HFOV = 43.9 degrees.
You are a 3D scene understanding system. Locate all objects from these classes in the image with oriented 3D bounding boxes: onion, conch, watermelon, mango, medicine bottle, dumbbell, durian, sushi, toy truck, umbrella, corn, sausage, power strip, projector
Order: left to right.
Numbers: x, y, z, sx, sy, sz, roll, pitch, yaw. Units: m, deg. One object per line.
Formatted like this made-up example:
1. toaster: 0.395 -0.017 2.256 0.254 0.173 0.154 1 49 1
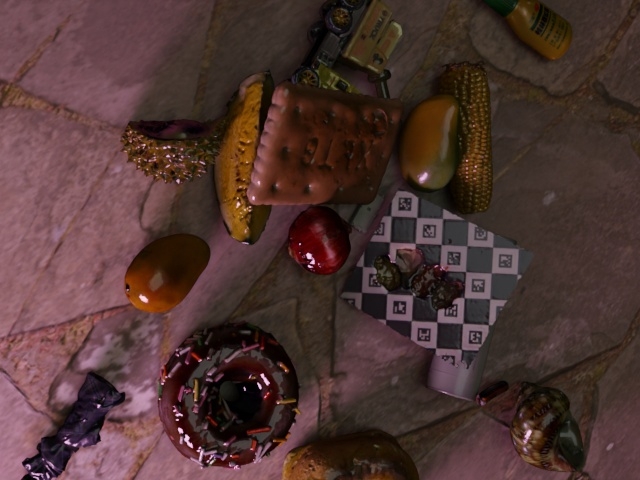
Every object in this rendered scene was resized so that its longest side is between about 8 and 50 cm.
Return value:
1. umbrella: -0.410 0.328 1.306 0.224 0.080 0.071 -53 144 -11
2. mango: -0.263 0.049 1.354 0.111 0.089 0.163 45 64 -30
3. durian: -0.245 -0.144 1.331 0.187 0.108 0.119 -3 106 -8
4. watermelon: -0.120 -0.144 1.390 0.123 0.129 0.301 5 91 -21
5. onion: 0.000 0.000 1.443 0.131 0.131 0.131 0 91 -24
6. toy truck: 0.042 -0.331 1.461 0.157 0.124 0.272 31 79 -16
7. power strip: 0.090 -0.057 1.546 0.040 0.016 0.090 33 78 -21
8. dumbbell: 0.124 -0.272 1.539 0.046 0.052 0.117 -12 97 16
9. mango: 0.211 -0.188 1.544 0.086 0.122 0.191 -2 98 -51
10. sushi: 0.220 0.072 1.540 0.290 0.050 0.264 28 91 1
11. corn: 0.291 -0.205 1.589 0.106 0.106 0.305 -7 96 -24
12. projector: 0.302 0.148 1.595 0.108 0.108 0.337 19 84 -23
13. sausage: 0.350 0.308 1.608 0.028 0.025 0.198 -59 155 16
14. medicine bottle: 0.417 -0.475 1.661 0.261 0.064 0.094 27 80 -21
15. conch: 0.474 0.391 1.670 0.187 0.124 0.181 16 74 -47

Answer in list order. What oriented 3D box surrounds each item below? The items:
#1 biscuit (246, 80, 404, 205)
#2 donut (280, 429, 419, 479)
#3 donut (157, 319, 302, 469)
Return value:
1. biscuit: 0.020 -0.159 1.387 0.325 0.044 0.217 -1 113 -47
2. donut: 0.059 0.469 1.479 0.262 0.128 0.208 -9 95 -22
3. donut: -0.154 0.274 1.397 0.270 0.103 0.269 0 91 -22
